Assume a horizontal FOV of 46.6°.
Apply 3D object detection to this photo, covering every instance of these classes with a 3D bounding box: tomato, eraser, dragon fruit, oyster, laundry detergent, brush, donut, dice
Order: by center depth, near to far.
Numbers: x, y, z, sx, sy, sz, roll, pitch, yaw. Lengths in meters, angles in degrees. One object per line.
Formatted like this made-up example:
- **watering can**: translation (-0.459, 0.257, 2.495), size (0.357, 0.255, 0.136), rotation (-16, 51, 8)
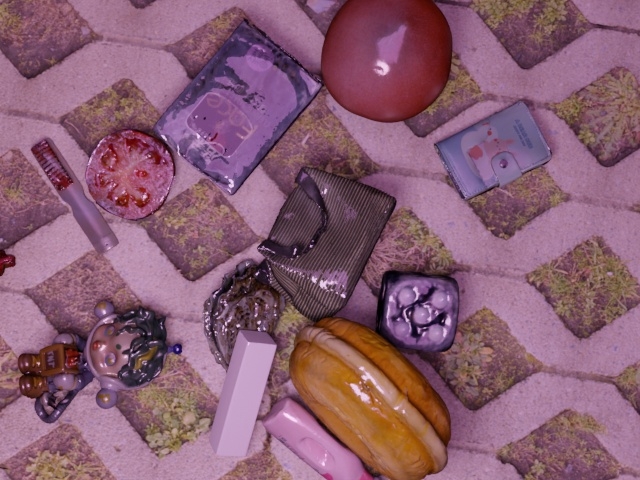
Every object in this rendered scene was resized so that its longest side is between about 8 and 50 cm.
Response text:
- **donut**: translation (0.107, 0.358, 1.674), size (0.449, 0.449, 0.198), rotation (46, 70, 0)
- **tomato**: translation (0.156, -0.434, 1.733), size (0.321, 0.321, 0.322), rotation (0, 89, -1)
- **eraser**: translation (-0.187, 0.367, 1.779), size (0.078, 0.076, 0.298), rotation (11, 104, -26)
- **dice**: translation (0.229, 0.168, 1.782), size (0.181, 0.182, 0.183), rotation (7, 90, -2)
- **laundry detergent**: translation (0.015, 0.515, 1.791), size (0.335, 0.159, 0.088), rotation (41, 60, -5)
- **oyster**: translation (-0.201, 0.189, 1.822), size (0.198, 0.112, 0.268), rotation (39, 80, -21)
- **dragon fruit**: translation (-0.822, 0.070, 1.826), size (0.131, 0.063, 0.097), rotation (-1, 89, -1)
- **tomato**: translation (-0.460, -0.159, 1.828), size (0.225, 0.085, 0.225), rotation (0, 92, 0)
- **brush**: translation (-0.614, -0.111, 1.845), size (0.060, 0.050, 0.321), rotation (-34, 90, -5)

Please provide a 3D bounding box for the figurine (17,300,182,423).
- **figurine**: translation (-0.533, 0.275, 1.772), size (0.381, 0.186, 0.261), rotation (-13, 78, 5)

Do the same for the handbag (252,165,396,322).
- **handbag**: translation (0.000, 0.000, 1.744), size (0.240, 0.247, 0.341), rotation (27, 71, -1)

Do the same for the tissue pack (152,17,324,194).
- **tissue pack**: translation (-0.202, -0.319, 1.820), size (0.259, 0.122, 0.361), rotation (41, 86, -3)

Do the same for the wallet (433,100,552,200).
- **wallet**: translation (0.433, -0.221, 1.853), size (0.250, 0.075, 0.176), rotation (-26, 83, -2)
